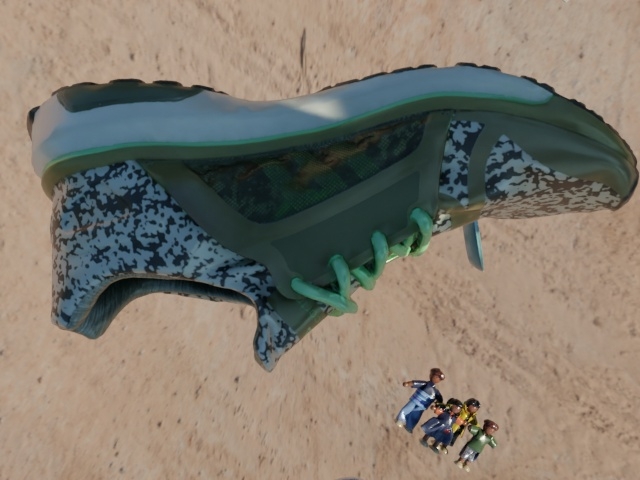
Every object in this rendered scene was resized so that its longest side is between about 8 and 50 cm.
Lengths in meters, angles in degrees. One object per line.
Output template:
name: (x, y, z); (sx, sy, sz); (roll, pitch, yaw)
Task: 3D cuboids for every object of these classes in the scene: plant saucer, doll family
plant saucer: (0.248, -0.006, 1.109); (0.021, 0.119, 0.119); (-8, 90, 16)
doll family: (0.209, 0.287, 1.106); (0.193, 0.076, 0.111); (34, 93, -28)

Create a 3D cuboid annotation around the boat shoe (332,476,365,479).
boat shoe: (-0.046, 0.383, 0.784); (0.302, 0.094, 0.109); (-31, 72, -22)

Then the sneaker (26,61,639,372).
sneaker: (0.000, 0.000, 0.460); (0.410, 0.158, 0.182); (-2, 72, 7)
